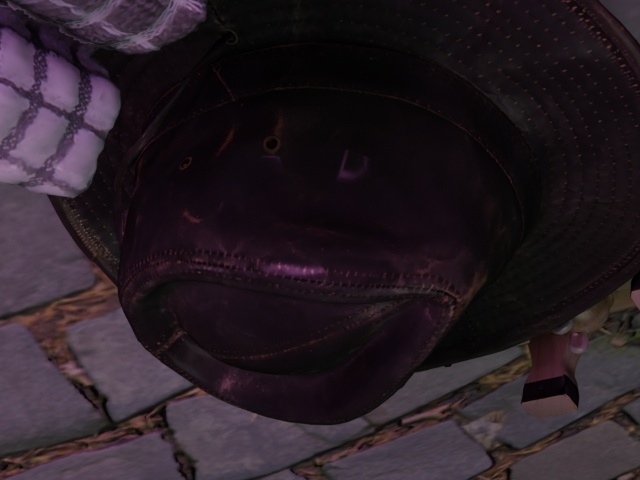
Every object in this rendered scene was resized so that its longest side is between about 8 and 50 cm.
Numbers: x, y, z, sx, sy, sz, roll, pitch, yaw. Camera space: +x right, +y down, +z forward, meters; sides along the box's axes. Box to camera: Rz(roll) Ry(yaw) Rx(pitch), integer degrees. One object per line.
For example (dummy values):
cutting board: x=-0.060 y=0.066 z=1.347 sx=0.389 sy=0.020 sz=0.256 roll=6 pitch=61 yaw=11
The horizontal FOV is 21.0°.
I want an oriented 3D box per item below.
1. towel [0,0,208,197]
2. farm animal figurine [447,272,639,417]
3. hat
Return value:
towel: x=-0.187 y=-0.145 z=0.484 sx=0.235 sy=0.284 sz=0.121 roll=18 pitch=109 yaw=-48
farm animal figurine: x=0.226 y=0.001 z=0.989 sx=0.327 sy=0.172 sz=0.330 roll=-5 pitch=137 yaw=15
hat: x=0.000 y=0.000 z=0.807 sx=0.331 sy=0.134 sz=0.331 roll=8 pitch=136 yaw=8
